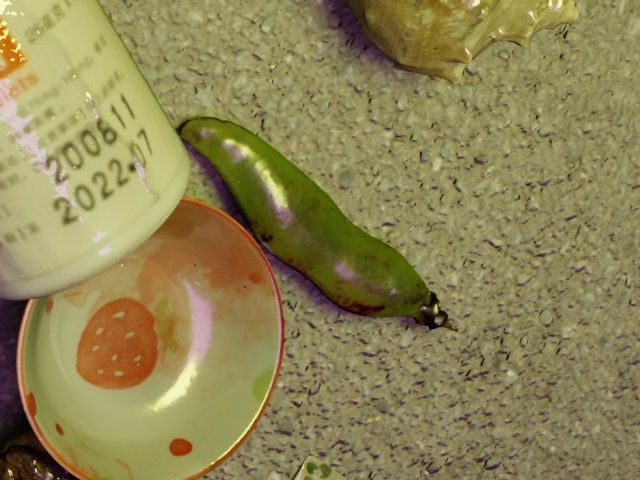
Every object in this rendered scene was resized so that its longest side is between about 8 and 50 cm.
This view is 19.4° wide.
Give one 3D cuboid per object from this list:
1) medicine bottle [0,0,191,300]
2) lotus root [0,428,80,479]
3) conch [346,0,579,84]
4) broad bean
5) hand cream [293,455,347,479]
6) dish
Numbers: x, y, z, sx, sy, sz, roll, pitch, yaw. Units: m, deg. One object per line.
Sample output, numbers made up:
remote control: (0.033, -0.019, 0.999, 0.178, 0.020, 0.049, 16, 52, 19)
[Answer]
medicine bottle: (-0.273, -0.152, 1.449, 0.211, 0.211, 0.371, -35, 118, -8)
lotus root: (-0.194, 0.239, 1.690, 0.258, 0.097, 0.110, 33, 93, -35)
conch: (0.096, -0.285, 1.583, 0.324, 0.186, 0.263, 28, 79, -29)
broad bean: (0.000, 0.000, 1.701, 0.339, 0.061, 0.077, 39, 84, -30)
hand cream: (-0.038, 0.287, 1.811, 0.057, 0.037, 0.165, 38, 85, -29)
dish: (-0.162, 0.086, 1.635, 0.260, 0.085, 0.260, -5, 99, -33)
